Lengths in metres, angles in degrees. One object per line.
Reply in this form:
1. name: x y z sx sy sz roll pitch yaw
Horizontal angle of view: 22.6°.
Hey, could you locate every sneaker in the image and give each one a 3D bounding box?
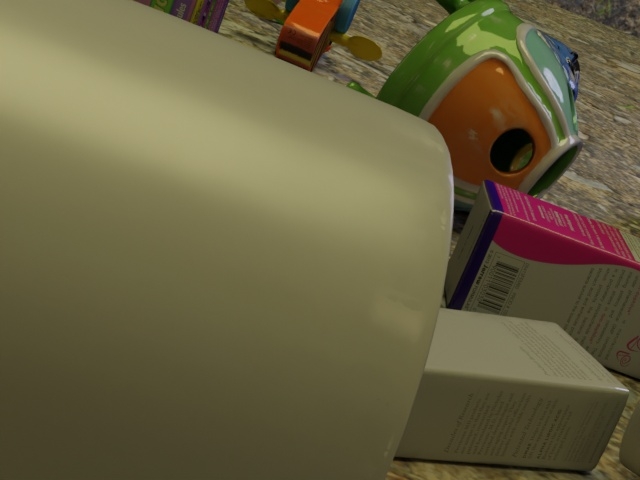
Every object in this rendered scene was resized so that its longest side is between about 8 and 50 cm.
1. sneaker: 0.359 -0.274 2.552 0.147 0.130 0.330 15 19 -13

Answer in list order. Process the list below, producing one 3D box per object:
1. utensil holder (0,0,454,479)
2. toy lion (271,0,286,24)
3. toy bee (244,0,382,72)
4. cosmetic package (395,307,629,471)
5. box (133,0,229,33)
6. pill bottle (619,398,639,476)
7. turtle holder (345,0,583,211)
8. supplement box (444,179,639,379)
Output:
1. utensil holder: -0.162 0.009 0.875 0.385 0.328 0.327 18 19 -13
2. toy lion: -0.030 -0.359 2.435 0.100 0.096 0.034 -27 35 -11
3. toy bee: 0.009 -0.310 2.275 0.195 0.162 0.298 37 47 18
4. cosmetic package: 0.118 0.115 1.272 0.231 0.086 0.117 8 23 -31
5. box: -0.179 -0.177 1.540 0.117 0.214 0.243 22 18 1
6. pill bottle: 0.393 0.195 1.206 0.318 0.176 0.176 31 21 25
7. turtle holder: 0.177 -0.133 1.863 0.227 0.243 0.320 42 -17 13
8. supplement box: 0.244 0.039 1.574 0.220 0.111 0.114 21 17 -5
